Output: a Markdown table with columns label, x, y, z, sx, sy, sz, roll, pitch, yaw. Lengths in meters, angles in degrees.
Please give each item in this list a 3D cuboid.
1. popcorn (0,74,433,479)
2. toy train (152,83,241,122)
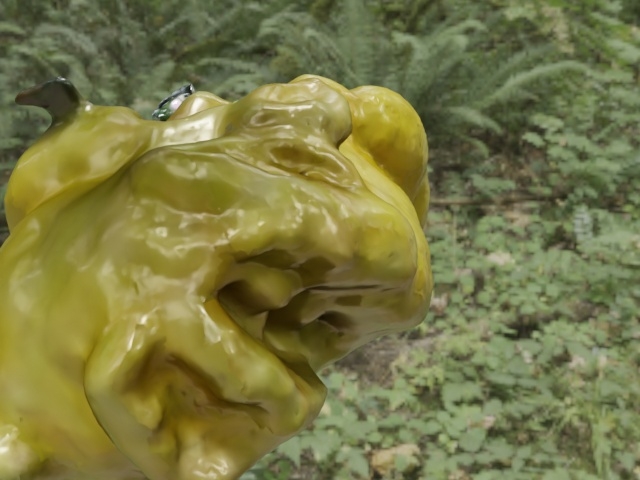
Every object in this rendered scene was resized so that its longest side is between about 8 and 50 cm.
| label | x | y | z | sx | sy | sz | roll | pitch | yaw |
| --- | --- | --- | --- | --- | --- | --- | --- | --- | --- |
| popcorn | -0.080 | 0.018 | 0.542 | 0.297 | 0.281 | 0.316 | -27 | 17 | 24 |
| toy train | -0.110 | -0.028 | 0.936 | 0.134 | 0.261 | 0.177 | -18 | 18 | 33 |
